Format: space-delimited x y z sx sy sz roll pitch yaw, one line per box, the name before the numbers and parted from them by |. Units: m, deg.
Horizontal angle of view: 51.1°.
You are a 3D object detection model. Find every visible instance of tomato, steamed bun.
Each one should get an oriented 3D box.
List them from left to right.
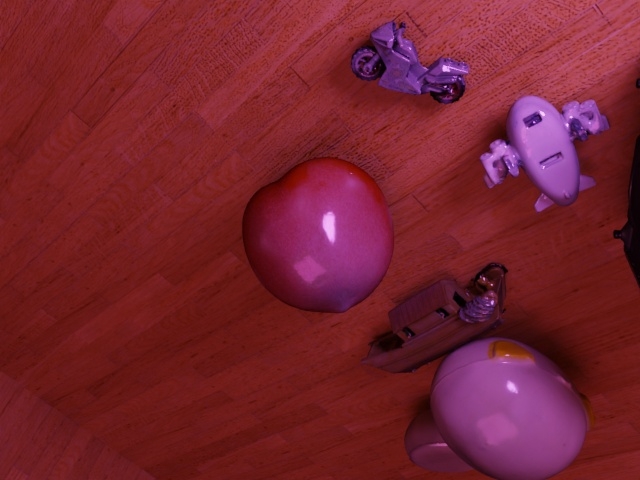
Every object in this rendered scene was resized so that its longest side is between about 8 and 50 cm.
tomato | 0.000 0.000 1.381 0.322 0.321 0.321 10 132 11
steamed bun | 0.348 0.539 1.851 0.232 0.145 0.231 4 142 3
steamed bun | 0.441 0.400 1.585 0.374 0.334 0.334 37 132 -18

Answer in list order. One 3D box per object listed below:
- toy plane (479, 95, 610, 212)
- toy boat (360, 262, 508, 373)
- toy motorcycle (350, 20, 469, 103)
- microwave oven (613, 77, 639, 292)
toy plane | 0.415 -0.162 1.237 0.245 0.117 0.244 1 120 2
toy boat | 0.259 0.200 1.597 0.162 0.136 0.445 40 132 -10
toy motorcycle | 0.166 -0.323 1.207 0.215 0.080 0.122 16 136 -1
microwave oven | 0.629 -0.088 1.059 0.247 0.333 0.394 1 119 12
